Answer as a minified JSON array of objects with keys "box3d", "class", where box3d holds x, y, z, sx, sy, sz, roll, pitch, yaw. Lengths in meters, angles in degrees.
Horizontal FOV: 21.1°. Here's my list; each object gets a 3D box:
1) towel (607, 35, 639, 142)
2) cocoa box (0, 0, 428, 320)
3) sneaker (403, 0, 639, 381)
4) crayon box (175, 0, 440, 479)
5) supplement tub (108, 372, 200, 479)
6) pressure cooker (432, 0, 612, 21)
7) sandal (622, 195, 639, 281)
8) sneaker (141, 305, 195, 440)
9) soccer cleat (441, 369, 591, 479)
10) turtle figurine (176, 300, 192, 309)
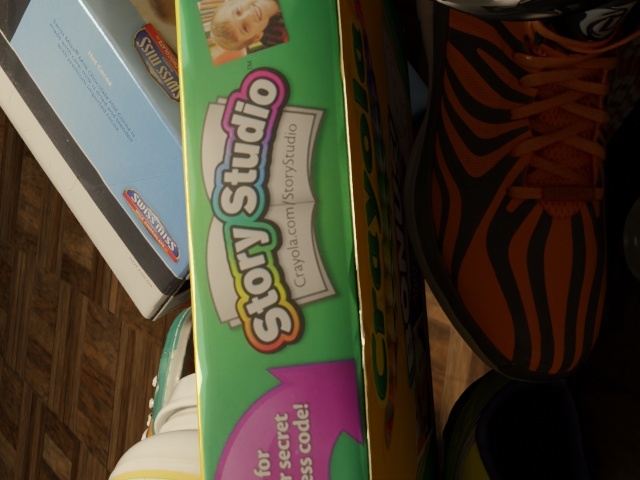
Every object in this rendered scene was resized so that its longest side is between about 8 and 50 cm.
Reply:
[{"box3d":[0.171,-0.136,1.127,0.197,0.029,0.144,116,151,-45],"class":"towel"},{"box3d":[-0.121,-0.159,1.422,0.347,0.231,0.228,55,148,7],"class":"cocoa box"},{"box3d":[0.133,-0.084,1.011,0.180,0.124,0.321,146,119,-65],"class":"sneaker"},{"box3d":[0.000,0.000,1.063,0.313,0.106,0.363,42,-137,-78],"class":"crayon box"},{"box3d":[-0.076,0.290,1.282,0.241,0.241,0.331,-44,21,60],"class":"supplement tub"},{"box3d":[0.140,-0.321,0.789,0.370,0.375,0.421,66,-163,-65],"class":"pressure cooker"},{"box3d":[0.214,-0.042,0.947,0.219,0.060,0.090,128,141,-56],"class":"sandal"},{"box3d":[-0.126,0.203,1.492,0.121,0.108,0.302,-2,84,44],"class":"sneaker"},{"box3d":[0.127,0.217,1.076,0.121,0.093,0.289,134,137,-63],"class":"soccer cleat"},{"box3d":[-0.124,-0.054,1.784,0.269,0.087,0.217,70,-157,-68],"class":"turtle figurine"}]
